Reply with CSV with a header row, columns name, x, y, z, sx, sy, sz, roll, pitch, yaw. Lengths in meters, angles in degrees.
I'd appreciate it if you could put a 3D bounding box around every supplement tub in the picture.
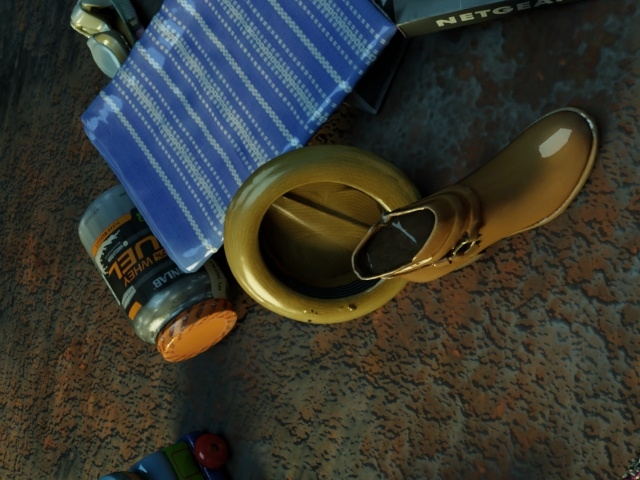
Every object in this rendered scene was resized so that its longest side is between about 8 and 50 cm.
name,x,y,z,sx,sy,sz,roll,pitch,yaw
supplement tub,-0.181,0.034,0.847,0.117,0.117,0.190,-50,65,28

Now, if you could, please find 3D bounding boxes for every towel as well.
name,x,y,z,sx,sy,sz,roll,pitch,yaw
towel,-0.104,-0.158,0.749,0.336,0.040,0.243,-48,66,26

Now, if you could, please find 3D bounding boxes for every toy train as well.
name,x,y,z,sx,sy,sz,roll,pitch,yaw
toy train,-0.136,0.342,0.815,0.105,0.143,0.248,-44,68,30

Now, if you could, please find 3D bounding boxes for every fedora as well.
name,x,y,z,sx,sy,sz,roll,pitch,yaw
fedora,0.003,-0.014,0.701,0.194,0.194,0.079,-62,23,22

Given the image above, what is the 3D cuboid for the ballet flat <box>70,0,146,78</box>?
name,x,y,z,sx,sy,sz,roll,pitch,yaw
ballet flat,-0.251,-0.245,0.905,0.077,0.079,0.221,-48,65,29

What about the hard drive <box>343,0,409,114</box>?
name,x,y,z,sx,sy,sz,roll,pitch,yaw
hard drive,-0.019,-0.249,0.748,0.255,0.054,0.171,35,113,30

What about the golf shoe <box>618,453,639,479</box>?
name,x,y,z,sx,sy,sz,roll,pitch,yaw
golf shoe,0.260,0.247,0.575,0.086,0.067,0.186,11,99,6

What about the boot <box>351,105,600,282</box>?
name,x,y,z,sx,sy,sz,roll,pitch,yaw
boot,0.124,-0.030,0.594,0.197,0.152,0.073,-50,65,28

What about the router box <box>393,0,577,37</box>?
name,x,y,z,sx,sy,sz,roll,pitch,yaw
router box,0.141,-0.250,0.605,0.179,0.046,0.133,-7,88,19
